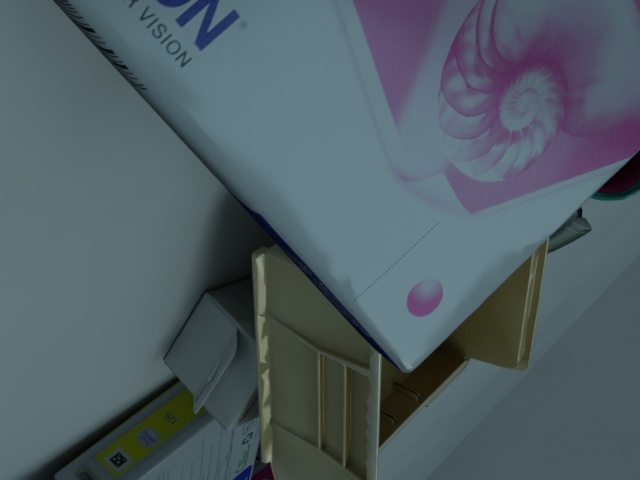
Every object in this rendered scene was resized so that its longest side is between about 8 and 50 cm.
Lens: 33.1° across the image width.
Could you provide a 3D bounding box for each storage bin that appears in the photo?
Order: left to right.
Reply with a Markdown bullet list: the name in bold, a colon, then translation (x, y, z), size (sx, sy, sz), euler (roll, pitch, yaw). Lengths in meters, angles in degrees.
- **storage bin**: translation (0.074, 0.073, 0.910), size (0.262, 0.123, 0.260), euler (-37, 139, -41)

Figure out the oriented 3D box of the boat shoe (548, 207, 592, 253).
- **boat shoe**: translation (0.273, -0.036, 1.393), size (0.114, 0.091, 0.302), euler (-31, 167, 14)

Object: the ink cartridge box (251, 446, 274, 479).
- **ink cartridge box**: translation (-0.075, 0.350, 1.287), size (0.235, 0.088, 0.193), euler (-36, -158, -30)

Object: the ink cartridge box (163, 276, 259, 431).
- **ink cartridge box**: translation (-0.059, 0.094, 0.951), size (0.143, 0.090, 0.092), euler (-15, 144, -54)

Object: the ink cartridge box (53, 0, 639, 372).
- **ink cartridge box**: translation (0.063, -0.150, 0.494), size (0.330, 0.071, 0.324), euler (-44, 124, -3)

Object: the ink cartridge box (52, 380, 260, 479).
- **ink cartridge box**: translation (-0.187, 0.279, 1.050), size (0.307, 0.072, 0.303), euler (-33, 153, -34)

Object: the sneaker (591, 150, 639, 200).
- **sneaker**: translation (0.257, -0.099, 0.985), size (0.295, 0.124, 0.178), euler (91, 16, -57)
